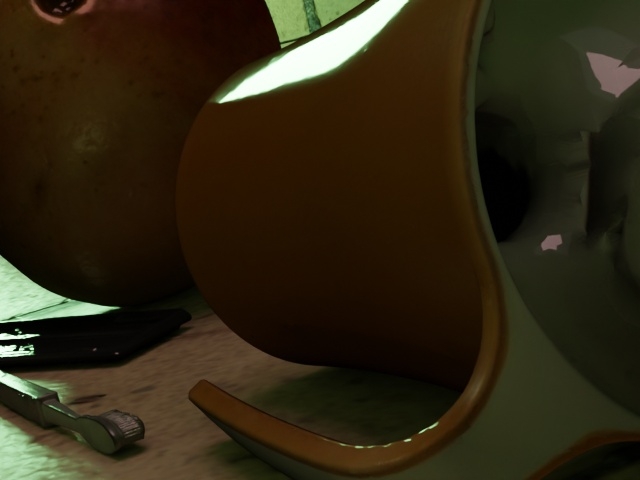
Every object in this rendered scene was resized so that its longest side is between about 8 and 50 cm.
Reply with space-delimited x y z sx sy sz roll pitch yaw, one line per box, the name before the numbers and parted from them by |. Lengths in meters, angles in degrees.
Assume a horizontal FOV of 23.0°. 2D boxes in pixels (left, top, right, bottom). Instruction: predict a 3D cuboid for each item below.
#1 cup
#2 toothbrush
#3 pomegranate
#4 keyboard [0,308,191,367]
cup | 0.049 -0.005 0.535 0.226 0.182 0.264 -52 21 -23
toothbrush | -0.119 0.068 0.668 0.017 0.014 0.194 -18 12 -29
pomegranate | -0.110 -0.071 0.870 0.209 0.209 0.209 -12 10 2
keyboard | -0.164 0.054 0.809 0.202 0.011 0.067 -6 14 31
